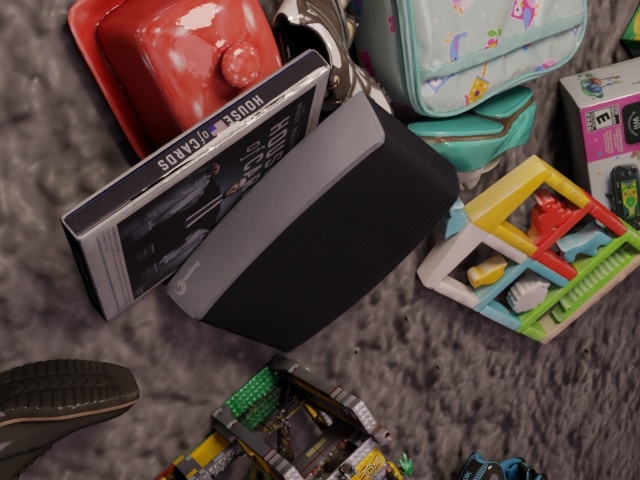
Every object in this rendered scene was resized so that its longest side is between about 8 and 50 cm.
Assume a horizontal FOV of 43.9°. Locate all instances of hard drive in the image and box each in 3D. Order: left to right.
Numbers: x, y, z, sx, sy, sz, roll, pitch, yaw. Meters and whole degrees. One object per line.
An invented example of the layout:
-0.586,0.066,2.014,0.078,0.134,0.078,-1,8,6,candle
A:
0.000,0.000,0.725,0.255,0.054,0.172,-43,137,17,hard drive

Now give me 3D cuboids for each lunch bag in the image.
0.161,-0.252,0.805,0.279,0.108,0.224,-25,118,-29,lunch bag

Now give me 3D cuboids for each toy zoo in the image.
0.248,0.015,0.943,0.293,0.030,0.192,27,117,-36,toy zoo

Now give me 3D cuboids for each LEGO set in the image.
-0.034,0.280,0.756,0.331,0.192,0.255,-32,112,-22,LEGO set

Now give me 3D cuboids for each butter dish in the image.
-0.090,-0.146,0.643,0.160,0.118,0.160,-37,123,-22,butter dish

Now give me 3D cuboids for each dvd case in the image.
-0.096,-0.040,0.661,0.239,0.029,0.179,-38,166,-21,dvd case

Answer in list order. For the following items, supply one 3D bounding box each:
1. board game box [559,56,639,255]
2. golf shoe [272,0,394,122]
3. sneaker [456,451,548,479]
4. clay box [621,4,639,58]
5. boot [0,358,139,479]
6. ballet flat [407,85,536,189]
0.473,-0.125,0.989,0.303,0.097,0.224,-16,120,7,board game box
0.007,-0.137,0.735,0.094,0.077,0.198,-50,122,-45,golf shoe
0.299,0.384,1.105,0.341,0.125,0.139,22,86,-42,sneaker
0.501,-0.326,1.073,0.127,0.053,0.222,35,81,-39,clay box
-0.252,0.181,0.665,0.198,0.077,0.137,-6,113,-22,boot
0.164,-0.101,0.842,0.247,0.083,0.087,-30,130,-49,ballet flat
